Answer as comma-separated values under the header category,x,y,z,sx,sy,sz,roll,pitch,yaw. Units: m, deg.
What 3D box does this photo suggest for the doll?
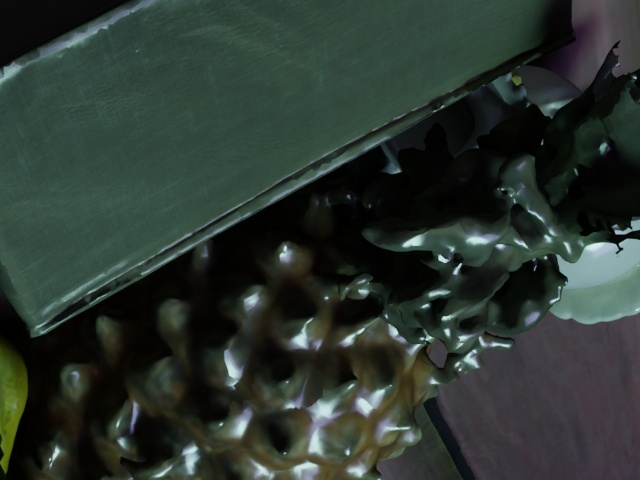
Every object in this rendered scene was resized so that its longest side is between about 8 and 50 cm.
category,x,y,z,sx,sy,sz,roll,pitch,yaw
doll,0.134,-0.030,1.046,0.138,0.119,0.293,-33,151,16

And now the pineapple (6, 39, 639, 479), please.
category,x,y,z,sx,sy,sz,roll,pitch,yaw
pineapple,0.015,0.020,0.746,0.361,0.175,0.175,-32,158,24

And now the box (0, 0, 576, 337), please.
category,x,y,z,sx,sy,sz,roll,pitch,yaw
box,-0.046,-0.108,0.624,0.231,0.155,0.149,-28,152,-10

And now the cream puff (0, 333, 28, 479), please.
category,x,y,z,sx,sy,sz,roll,pitch,yaw
cream puff,-0.247,0.162,0.634,0.323,0.270,0.274,10,130,-10

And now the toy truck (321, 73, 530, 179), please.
category,x,y,z,sx,sy,sz,roll,pitch,yaw
toy truck,0.000,0.000,0.896,0.111,0.136,0.286,-16,148,-33
